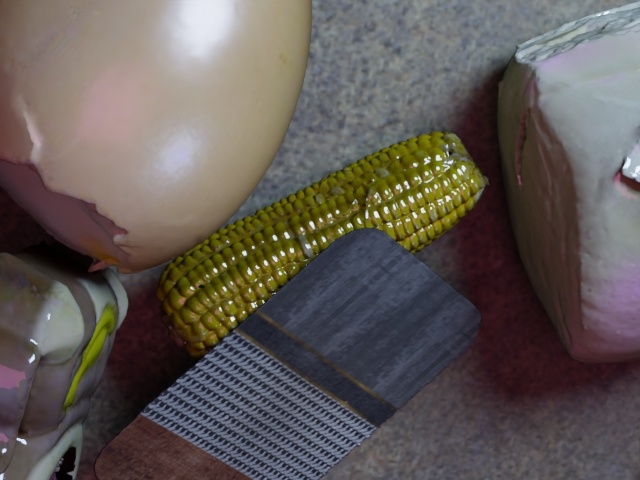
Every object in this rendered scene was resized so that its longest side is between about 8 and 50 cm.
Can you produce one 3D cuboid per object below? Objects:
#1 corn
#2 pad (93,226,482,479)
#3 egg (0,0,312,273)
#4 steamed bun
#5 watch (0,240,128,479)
[{"bbox_3d":[0.000,0.000,1.034,0.231,0.080,0.080,-30,109,-1],"label":"corn"},{"bbox_3d":[-0.052,0.083,0.981,0.250,0.055,0.323,-42,153,10],"label":"pad"},{"bbox_3d":[-0.105,-0.109,0.920,0.201,0.201,0.244,34,88,-17],"label":"egg"},{"bbox_3d":[0.211,-0.029,1.023,0.170,0.152,0.238,-15,106,-4],"label":"steamed bun"},{"bbox_3d":[-0.316,0.129,0.939,0.327,0.314,0.335,17,95,1],"label":"watch"}]
